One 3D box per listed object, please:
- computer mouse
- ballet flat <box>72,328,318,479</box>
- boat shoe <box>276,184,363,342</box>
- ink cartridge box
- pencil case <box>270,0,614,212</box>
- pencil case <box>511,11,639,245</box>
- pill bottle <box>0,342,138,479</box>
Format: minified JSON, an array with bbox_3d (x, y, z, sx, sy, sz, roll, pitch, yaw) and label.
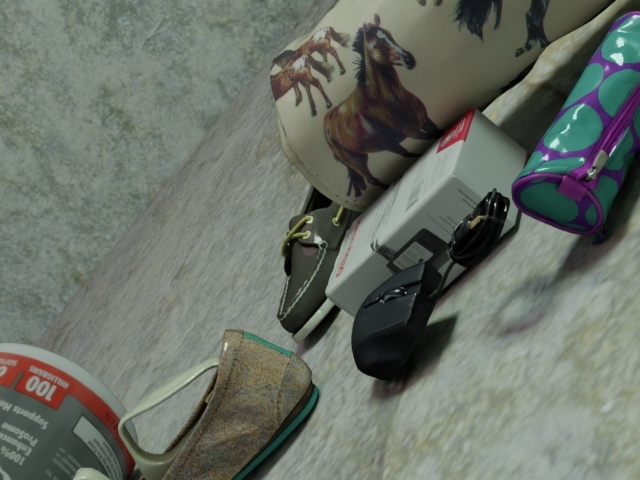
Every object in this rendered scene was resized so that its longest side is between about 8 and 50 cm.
[{"bbox_3d":[0.066,0.027,1.083,0.071,0.041,0.242,-65,4,-34],"label":"computer mouse"},{"bbox_3d":[-0.135,0.195,1.299,0.316,0.106,0.107,-50,12,6],"label":"ballet flat"},{"bbox_3d":[0.000,0.000,1.466,0.081,0.069,0.227,-41,15,41],"label":"boat shoe"},{"bbox_3d":[0.081,-0.012,1.213,0.150,0.063,0.109,-45,13,32],"label":"ink cartridge box"},{"bbox_3d":[0.142,-0.200,1.248,0.410,0.160,0.183,-41,-1,25],"label":"pencil case"},{"bbox_3d":[0.182,-0.073,1.018,0.151,0.064,0.070,-56,11,-24],"label":"pencil case"},{"bbox_3d":[-0.334,0.288,1.514,0.210,0.210,0.363,-39,17,45],"label":"pill bottle"}]
